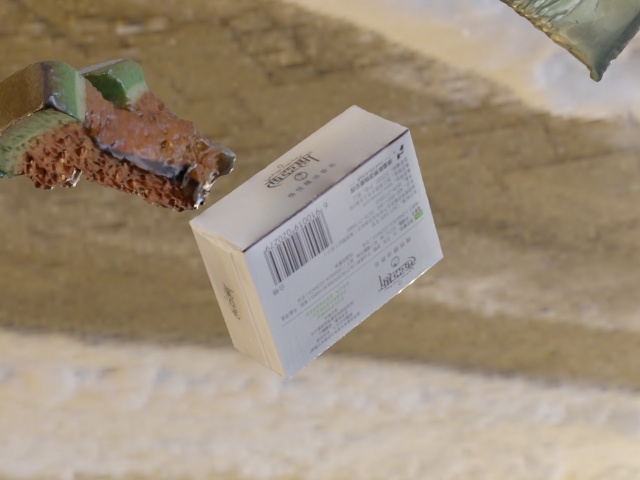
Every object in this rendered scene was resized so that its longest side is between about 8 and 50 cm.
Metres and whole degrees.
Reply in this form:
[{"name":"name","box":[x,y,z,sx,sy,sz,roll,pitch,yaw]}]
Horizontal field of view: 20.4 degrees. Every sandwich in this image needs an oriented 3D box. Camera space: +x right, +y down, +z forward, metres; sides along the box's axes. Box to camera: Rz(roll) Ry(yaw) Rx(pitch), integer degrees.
[{"name":"sandwich","box":[-0.244,-0.138,2.115,0.301,0.162,0.250,19,158,-16]}]

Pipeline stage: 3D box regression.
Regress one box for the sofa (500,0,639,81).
[{"name":"sofa","box":[0.195,-0.271,1.451,0.210,0.176,0.225,-49,155,14]}]

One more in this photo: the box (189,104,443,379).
[{"name":"box","box":[0.000,0.000,2.023,0.260,0.194,0.111,-38,-139,-27]}]
